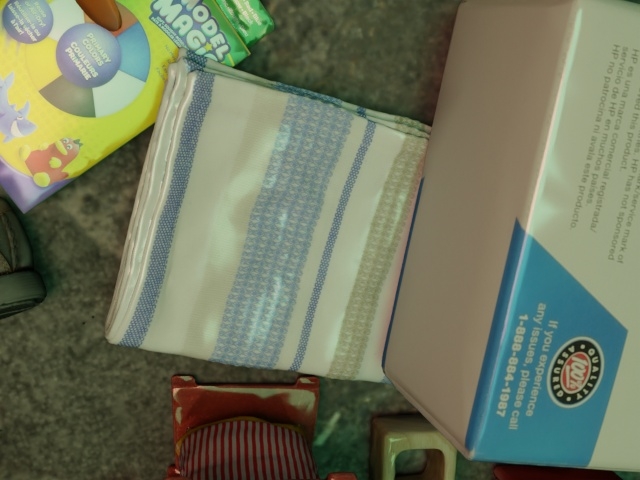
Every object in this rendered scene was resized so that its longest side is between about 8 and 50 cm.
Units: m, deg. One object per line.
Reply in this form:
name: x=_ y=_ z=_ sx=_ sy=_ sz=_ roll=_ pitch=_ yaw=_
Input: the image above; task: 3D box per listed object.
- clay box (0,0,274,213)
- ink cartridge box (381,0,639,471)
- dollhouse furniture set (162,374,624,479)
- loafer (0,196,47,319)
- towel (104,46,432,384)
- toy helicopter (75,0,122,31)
clay box: x=-0.150 y=-0.135 z=0.659 sx=0.222 sy=0.053 sz=0.127 roll=-36 pitch=105 yaw=-2
ink cartridge box: x=0.275 y=0.007 z=0.685 sx=0.394 sy=0.166 sz=0.286 roll=8 pitch=100 yaw=-19
dollhouse furniture set: x=0.074 y=0.197 z=0.685 sx=0.374 sy=0.201 sz=0.152 roll=1 pitch=100 yaw=-10
loafer: x=-0.328 y=0.041 z=0.651 sx=0.267 sy=0.096 sz=0.084 roll=-16 pitch=83 yaw=-14
towel: x=0.000 y=0.000 z=0.694 sx=0.285 sy=0.034 sz=0.209 roll=13 pitch=99 yaw=-25
toy helicopter: x=-0.135 y=-0.278 z=0.518 sx=0.355 sy=0.140 sz=0.235 roll=35 pitch=79 yaw=-37
